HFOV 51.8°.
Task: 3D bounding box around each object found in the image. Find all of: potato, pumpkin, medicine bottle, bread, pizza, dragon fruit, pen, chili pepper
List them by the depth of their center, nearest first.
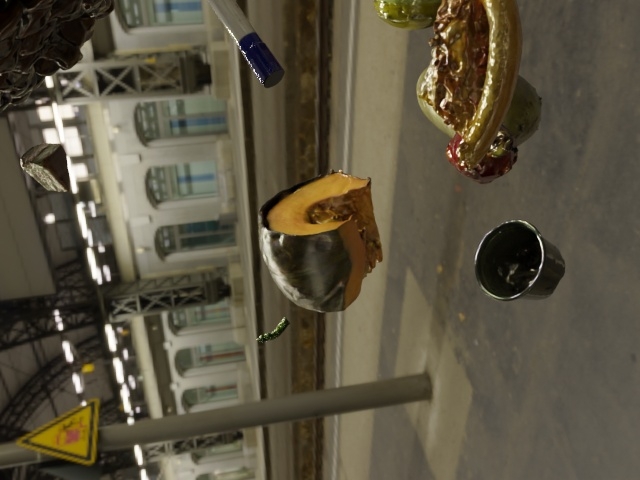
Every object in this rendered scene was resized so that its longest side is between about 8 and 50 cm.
[{"bbox_3d":[-0.128,-0.304,0.812,0.269,0.033,0.033,57,165,8],"label":"pen"},{"bbox_3d":[0.191,-0.232,0.842,0.134,0.056,0.270,23,116,33],"label":"pizza"},{"bbox_3d":[0.137,-0.422,0.932,0.124,0.124,0.238,-118,27,-64],"label":"medicine bottle"},{"bbox_3d":[-0.399,-0.116,0.965,0.109,0.043,0.062,89,-177,-75],"label":"bread"},{"bbox_3d":[0.303,-0.167,1.188,0.125,0.125,0.246,54,-178,-6],"label":"dragon fruit"},{"bbox_3d":[-0.098,0.195,1.401,0.022,0.083,0.027,31,146,42],"label":"chili pepper"},{"bbox_3d":[0.337,-0.300,1.427,0.307,0.210,0.173,41,147,39],"label":"potato"},{"bbox_3d":[0.000,0.000,1.442,0.303,0.257,0.225,-45,-54,-50],"label":"pumpkin"}]

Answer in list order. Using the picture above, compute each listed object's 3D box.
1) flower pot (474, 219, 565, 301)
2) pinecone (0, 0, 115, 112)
[{"bbox_3d":[0.389,0.049,1.262,0.157,0.107,0.157,-26,55,44],"label":"flower pot"},{"bbox_3d":[-0.457,-0.342,0.821,0.398,0.398,0.397,173,90,-80],"label":"pinecone"}]
